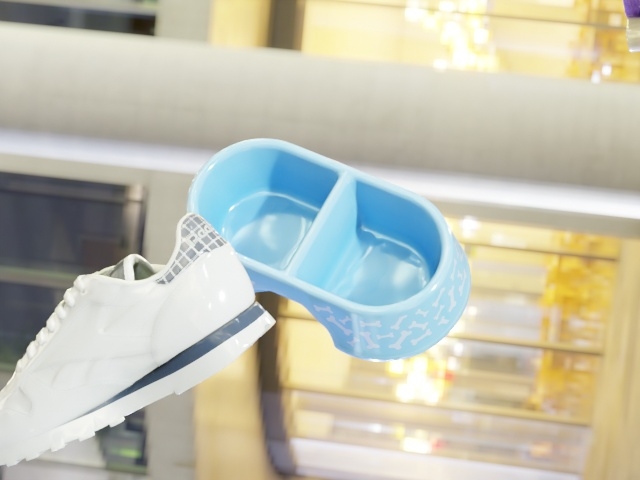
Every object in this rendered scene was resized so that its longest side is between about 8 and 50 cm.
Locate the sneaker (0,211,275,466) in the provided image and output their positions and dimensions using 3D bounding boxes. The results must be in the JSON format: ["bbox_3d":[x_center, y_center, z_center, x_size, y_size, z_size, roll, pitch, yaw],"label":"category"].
[{"bbox_3d":[-0.144,0.069,0.997,0.095,0.235,0.090,58,-162,-7],"label":"sneaker"}]

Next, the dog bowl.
[{"bbox_3d":[0.000,0.000,1.474,0.166,0.297,0.074,-60,-20,-22],"label":"dog bowl"}]

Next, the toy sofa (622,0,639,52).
[{"bbox_3d":[0.358,-0.376,1.570,0.177,0.150,0.363,-69,-33,-57],"label":"toy sofa"}]
